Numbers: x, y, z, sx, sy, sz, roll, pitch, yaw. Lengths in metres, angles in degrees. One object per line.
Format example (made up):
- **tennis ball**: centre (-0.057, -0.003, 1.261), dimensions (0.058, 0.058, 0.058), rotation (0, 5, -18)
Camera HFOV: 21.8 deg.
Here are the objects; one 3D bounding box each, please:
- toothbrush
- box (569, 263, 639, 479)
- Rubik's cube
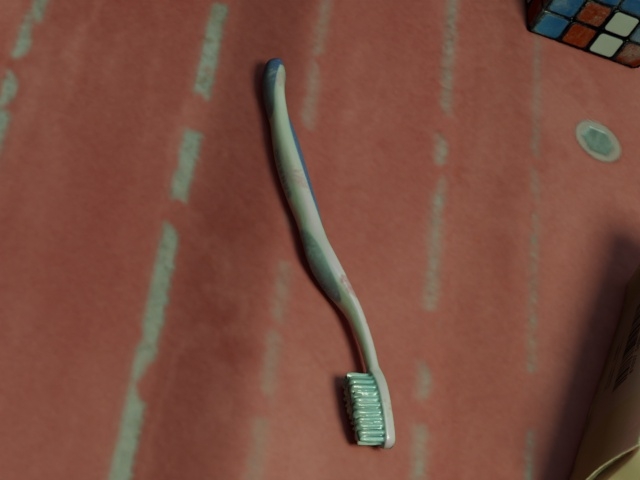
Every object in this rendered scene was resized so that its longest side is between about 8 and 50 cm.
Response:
- **toothbrush**: centre (0.000, 0.000, 0.952), dimensions (0.027, 0.021, 0.269), rotation (7, 51, -32)
- **box**: centre (0.246, 0.105, 0.959), dimensions (0.168, 0.095, 0.212), rotation (30, 45, -2)
- **Rubik's cube**: centre (0.205, -0.194, 1.175), dimensions (0.092, 0.092, 0.092), rotation (18, 48, -16)
